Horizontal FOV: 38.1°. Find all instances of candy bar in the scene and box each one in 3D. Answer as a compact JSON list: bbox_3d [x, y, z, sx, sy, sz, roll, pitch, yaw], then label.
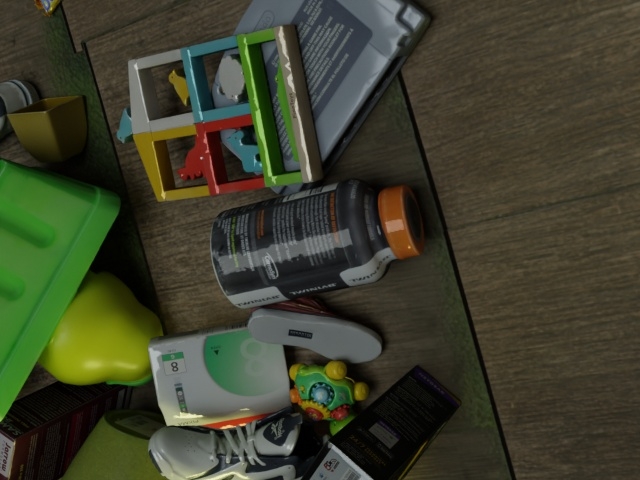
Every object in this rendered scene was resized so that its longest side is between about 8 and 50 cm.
[{"bbox_3d":[-0.360,-0.384,1.315,0.161,0.018,0.040,-43,80,30],"label":"candy bar"}]

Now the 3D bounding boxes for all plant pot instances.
[{"bbox_3d":[-0.291,0.410,1.366,0.275,0.275,0.293,17,96,25],"label":"plant pot"},{"bbox_3d":[-0.393,-0.160,1.360,0.081,0.081,0.083,1,114,30],"label":"plant pot"}]

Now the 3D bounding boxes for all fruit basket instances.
[{"bbox_3d":[-0.407,0.085,1.334,0.283,0.392,0.392,17,112,44],"label":"fruit basket"}]

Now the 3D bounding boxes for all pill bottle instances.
[{"bbox_3d":[0.000,0.000,1.131,0.246,0.130,0.130,-13,97,20],"label":"pill bottle"}]

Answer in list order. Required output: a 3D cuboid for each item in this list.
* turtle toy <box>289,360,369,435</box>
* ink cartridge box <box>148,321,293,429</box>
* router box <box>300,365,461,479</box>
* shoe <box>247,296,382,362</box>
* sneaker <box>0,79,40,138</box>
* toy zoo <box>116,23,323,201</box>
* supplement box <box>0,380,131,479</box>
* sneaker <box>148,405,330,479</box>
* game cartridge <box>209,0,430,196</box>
[{"bbox_3d":[0.012,0.212,1.220,0.095,0.066,0.130,-12,131,45],"label":"turtle toy"},{"bbox_3d":[-0.128,0.229,1.275,0.181,0.056,0.224,-10,97,-2],"label":"ink cartridge box"},{"bbox_3d":[0.026,0.324,1.151,0.081,0.243,0.308,39,118,16],"label":"router box"},{"bbox_3d":[-0.005,0.103,1.217,0.178,0.081,0.063,12,125,-4],"label":"shoe"},{"bbox_3d":[-0.546,-0.175,1.434,0.258,0.091,0.094,-29,88,34],"label":"sneaker"},{"bbox_3d":[-0.144,-0.154,1.185,0.293,0.030,0.192,-6,100,32],"label":"toy zoo"},{"bbox_3d":[-0.395,0.285,1.383,0.073,0.239,0.130,26,114,23],"label":"supplement box"},{"bbox_3d":[-0.092,0.262,1.206,0.235,0.094,0.153,24,127,-19],"label":"sneaker"},{"bbox_3d":[-0.020,-0.214,1.145,0.198,0.062,0.297,46,121,17],"label":"game cartridge"}]
